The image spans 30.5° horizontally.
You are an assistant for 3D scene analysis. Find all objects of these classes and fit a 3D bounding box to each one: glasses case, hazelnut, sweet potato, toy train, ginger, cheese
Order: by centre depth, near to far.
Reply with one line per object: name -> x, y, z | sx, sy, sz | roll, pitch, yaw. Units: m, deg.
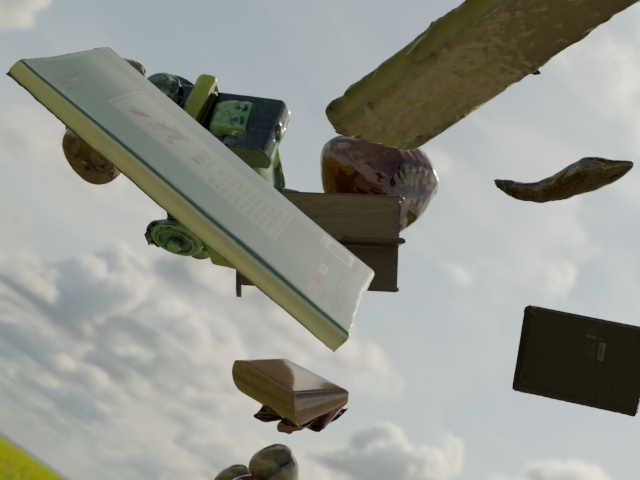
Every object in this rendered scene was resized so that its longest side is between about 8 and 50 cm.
cheese -> 0.154, -0.158, 0.760 | 0.085, 0.034, 0.400 | 16, -33, -36
sweet potato -> 0.258, -0.063, 1.229 | 0.153, 0.038, 0.041 | -10, -59, 36
ginger -> -0.261, -0.144, 1.399 | 0.104, 0.204, 0.080 | -31, -56, 28
glasses case -> -0.031, 0.204, 1.507 | 0.102, 0.070, 0.193 | 0, 8, -28
toy train -> -0.163, -0.101, 1.861 | 0.253, 0.160, 0.397 | 11, -37, 16
hazelnut -> 0.094, -0.102, 2.080 | 0.210, 0.210, 0.186 | 15, -64, 49

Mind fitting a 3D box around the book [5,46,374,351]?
book -> -0.107, -0.055, 1.134 | 0.379, 0.031, 0.264 | 40, 13, -1

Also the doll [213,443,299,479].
doll -> -0.126, 0.314, 1.162 | 0.152, 0.256, 0.196 | 36, -35, 31

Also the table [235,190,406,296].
table -> 0.000, 0.000, 1.623 | 0.226, 0.167, 0.167 | 3, -17, -2

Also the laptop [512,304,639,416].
laptop -> 0.367, 0.169, 1.659 | 0.180, 0.129, 0.016 | 10, 8, 19
